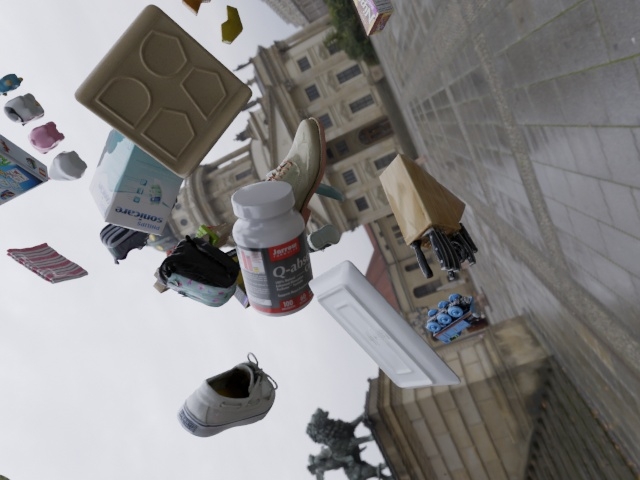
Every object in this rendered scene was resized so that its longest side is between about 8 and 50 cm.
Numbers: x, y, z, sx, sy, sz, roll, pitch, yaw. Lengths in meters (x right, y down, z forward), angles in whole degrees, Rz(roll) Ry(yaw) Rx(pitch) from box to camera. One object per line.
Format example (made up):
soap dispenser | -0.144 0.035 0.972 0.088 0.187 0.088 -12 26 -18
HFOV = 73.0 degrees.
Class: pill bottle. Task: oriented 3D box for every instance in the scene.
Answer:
pill bottle | -0.139 0.025 1.269 0.210 0.210 0.362 -87 -10 -60

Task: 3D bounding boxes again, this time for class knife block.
knife block | 0.228 -0.044 0.969 0.276 0.088 0.242 41 -140 1

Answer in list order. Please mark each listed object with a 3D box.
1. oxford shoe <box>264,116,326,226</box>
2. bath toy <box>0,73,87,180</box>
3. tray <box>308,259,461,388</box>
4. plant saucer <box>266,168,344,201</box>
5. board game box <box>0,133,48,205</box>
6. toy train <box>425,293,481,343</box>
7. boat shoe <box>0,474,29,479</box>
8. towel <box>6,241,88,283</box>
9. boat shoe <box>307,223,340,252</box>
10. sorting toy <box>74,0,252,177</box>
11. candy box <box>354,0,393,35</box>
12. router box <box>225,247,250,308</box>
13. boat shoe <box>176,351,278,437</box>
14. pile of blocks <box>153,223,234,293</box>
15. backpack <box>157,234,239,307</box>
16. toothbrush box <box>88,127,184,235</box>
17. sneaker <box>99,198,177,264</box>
oxford shoe | -0.090 -0.197 1.358 0.147 0.396 0.140 8 -170 -34
bath toy | -0.886 -0.334 1.357 0.348 0.129 0.151 61 -170 -19
tray | 0.094 0.157 0.723 0.270 0.145 0.030 47 -125 -4
plant saucer | -0.053 -0.220 1.678 0.317 0.318 0.043 -16 -56 -76
board game box | -0.713 -0.165 0.809 0.305 0.193 0.053 59 -174 -61
toy train | 0.403 0.235 1.315 0.105 0.184 0.080 32 -139 -8
boat shoe | -0.610 0.506 0.854 0.048 0.056 0.153 47 166 45
towel | -0.867 0.071 1.380 0.197 0.029 0.144 30 -167 8
boat shoe | 0.000 0.000 1.745 0.095 0.079 0.254 63 -149 -2
sorting toy | -0.242 -0.297 0.772 0.229 0.307 0.041 38 174 -17
candy box | 0.137 -0.700 1.229 0.109 0.053 0.186 156 95 -78
router box | -0.279 0.125 1.880 0.243 0.081 0.309 45 -136 16
boat shoe | -0.190 0.357 1.075 0.136 0.156 0.367 37 -175 25
pile of blocks | -0.493 0.033 1.618 0.113 0.362 0.149 41 152 7
backpack | -0.297 0.086 1.097 0.115 0.182 0.152 113 180 -45
toothbrush box | -0.382 -0.192 0.946 0.126 0.295 0.216 18 -169 -41
sneaker | -0.451 -0.037 1.095 0.223 0.083 0.098 -46 -28 -38
